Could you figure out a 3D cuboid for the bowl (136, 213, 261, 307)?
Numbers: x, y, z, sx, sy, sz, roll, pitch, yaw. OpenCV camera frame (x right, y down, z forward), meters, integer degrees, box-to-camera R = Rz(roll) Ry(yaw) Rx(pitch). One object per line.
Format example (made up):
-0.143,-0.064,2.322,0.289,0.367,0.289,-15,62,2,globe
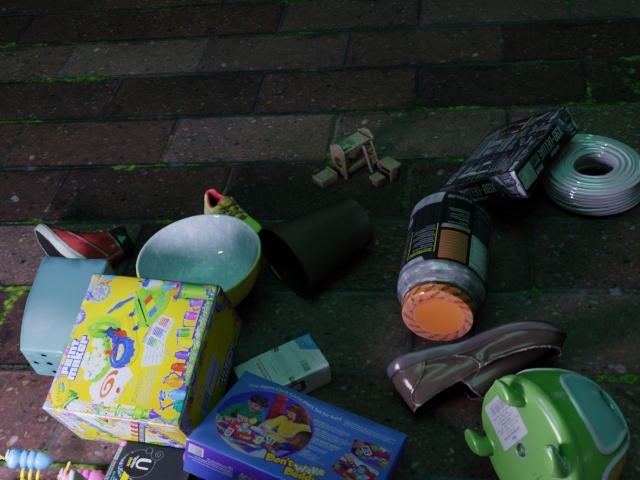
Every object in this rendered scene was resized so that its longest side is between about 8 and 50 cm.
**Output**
-0.267,0.089,1.977,0.289,0.156,0.290,-5,41,4,bowl

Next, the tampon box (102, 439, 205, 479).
-0.311,0.461,1.606,0.160,0.102,0.120,4,43,14,tampon box

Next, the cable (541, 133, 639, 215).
0.684,-0.169,2.150,0.257,0.089,0.257,-3,41,6,cable

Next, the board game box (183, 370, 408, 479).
-0.041,0.388,1.572,0.347,0.078,0.233,19,30,16,board game box

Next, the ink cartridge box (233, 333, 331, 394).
-0.080,0.282,1.799,0.180,0.060,0.104,-22,44,-15,ink cartridge box

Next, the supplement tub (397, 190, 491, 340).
0.274,0.056,1.892,0.193,0.194,0.316,3,43,14,supplement tub

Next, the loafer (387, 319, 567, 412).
0.323,0.263,1.722,0.365,0.134,0.130,-17,64,5,loafer

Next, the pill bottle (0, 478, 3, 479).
-0.605,0.496,1.663,0.083,0.043,0.043,24,51,31,pill bottle

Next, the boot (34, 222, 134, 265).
-0.600,-0.005,2.199,0.244,0.088,0.176,30,53,25,boot

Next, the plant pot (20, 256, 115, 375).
-0.567,0.182,1.932,0.165,0.166,0.234,3,51,13,plant pot

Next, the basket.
0.000,0.000,2.042,0.226,0.154,0.204,-29,47,-26,basket

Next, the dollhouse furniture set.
0.095,-0.200,2.279,0.181,0.101,0.161,-33,47,-25,dollhouse furniture set

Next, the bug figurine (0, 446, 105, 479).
-0.512,0.492,1.592,0.216,0.072,0.279,6,42,-10,bug figurine

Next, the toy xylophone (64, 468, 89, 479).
-0.250,0.432,1.308,0.322,0.236,0.081,16,64,3,toy xylophone

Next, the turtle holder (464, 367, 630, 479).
0.431,0.364,1.488,0.227,0.244,0.320,-9,29,-26,turtle holder

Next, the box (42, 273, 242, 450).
-0.335,0.239,1.671,0.279,0.177,0.290,5,60,15,box

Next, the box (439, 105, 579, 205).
0.474,-0.203,2.152,0.242,0.077,0.307,-13,27,50,box

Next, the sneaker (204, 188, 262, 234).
-0.232,-0.066,2.193,0.208,0.094,0.081,28,52,33,sneaker
